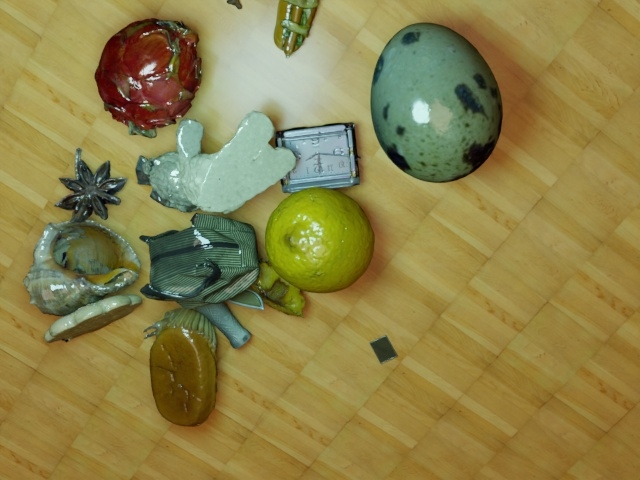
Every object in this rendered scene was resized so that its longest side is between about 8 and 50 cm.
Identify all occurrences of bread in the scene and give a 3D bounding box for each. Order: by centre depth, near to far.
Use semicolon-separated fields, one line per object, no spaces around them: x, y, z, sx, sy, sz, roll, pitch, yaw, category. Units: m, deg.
-0.714;0.242;1.890;0.315;0.316;0.054;-27;82;10;bread
-0.441;0.422;1.984;0.235;0.183;0.389;-3;108;6;bread

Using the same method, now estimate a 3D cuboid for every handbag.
-0.365;0.059;1.771;0.340;0.240;0.248;-20;64;24;handbag

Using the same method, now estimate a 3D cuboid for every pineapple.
-0.152;0.126;1.934;0.249;0.139;0.164;31;65;-23;pineapple

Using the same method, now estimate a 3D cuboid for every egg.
0.302;-0.365;1.621;0.344;0.345;0.428;-23;103;9;egg

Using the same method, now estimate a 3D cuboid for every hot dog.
-0.065;-0.644;1.679;0.109;0.072;0.270;9;109;-17;hot dog

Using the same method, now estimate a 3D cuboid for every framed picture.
0.212;0.368;2.035;0.066;0.007;0.089;-27;105;11;framed picture

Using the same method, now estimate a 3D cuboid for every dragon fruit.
-0.472;-0.454;1.660;0.277;0.277;0.343;19;109;-4;dragon fruit

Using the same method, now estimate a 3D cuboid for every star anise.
-0.700;-0.158;1.836;0.230;0.081;0.263;-26;70;-4;star anise

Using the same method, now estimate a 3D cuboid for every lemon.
-0.001;0.000;1.757;0.335;0.336;0.336;1;108;2;lemon

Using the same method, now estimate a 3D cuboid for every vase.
-0.322;0.254;1.976;0.096;0.096;0.219;-35;106;12;vase

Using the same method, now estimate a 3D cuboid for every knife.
-0.318;0.152;1.901;0.342;0.027;0.061;17;70;21;knife

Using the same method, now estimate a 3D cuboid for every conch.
-0.746;0.079;1.884;0.352;0.210;0.297;-7;99;-18;conch

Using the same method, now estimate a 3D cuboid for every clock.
-0.005;-0.248;1.804;0.253;0.083;0.187;-5;108;4;clock

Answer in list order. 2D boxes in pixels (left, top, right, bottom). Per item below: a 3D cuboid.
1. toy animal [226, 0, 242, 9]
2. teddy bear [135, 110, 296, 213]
-0.163;-0.759;1.650;0.229;0.066;0.224;-16;136;-9;toy animal
-0.328;-0.227;1.772;0.375;0.362;0.327;-44;127;-10;teddy bear
